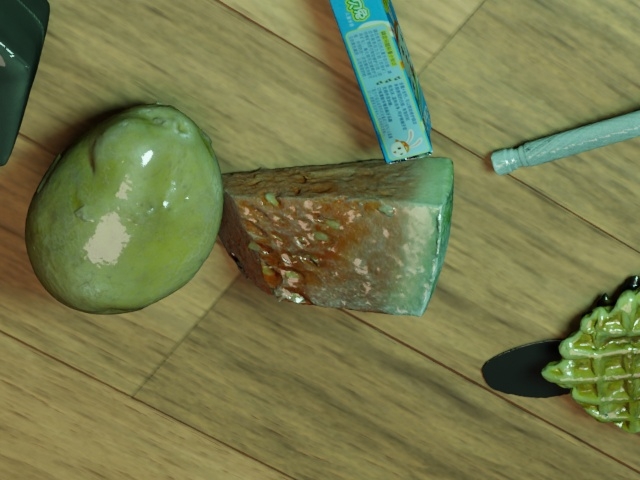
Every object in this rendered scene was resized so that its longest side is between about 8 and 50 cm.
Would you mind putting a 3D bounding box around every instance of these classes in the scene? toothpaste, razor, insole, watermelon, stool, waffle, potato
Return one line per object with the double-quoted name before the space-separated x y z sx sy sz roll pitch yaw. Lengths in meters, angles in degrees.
"toothpaste" 0.047 -0.195 1.728 0.050 0.065 0.266 -12 127 13
"razor" 0.278 -0.108 1.800 0.232 0.068 0.106 -14 126 22
"insole" 0.304 0.132 2.020 0.253 0.005 0.086 -10 129 11
"watermelon" 0.000 0.000 1.871 0.257 0.139 0.192 10 121 4
"stool" -0.370 -0.176 1.714 0.232 0.141 0.232 2 130 2
"waffle" 0.368 0.125 1.972 0.208 0.054 0.214 32 118 -17
"potato" -0.191 -0.027 1.822 0.178 0.160 0.235 -4 125 -45
